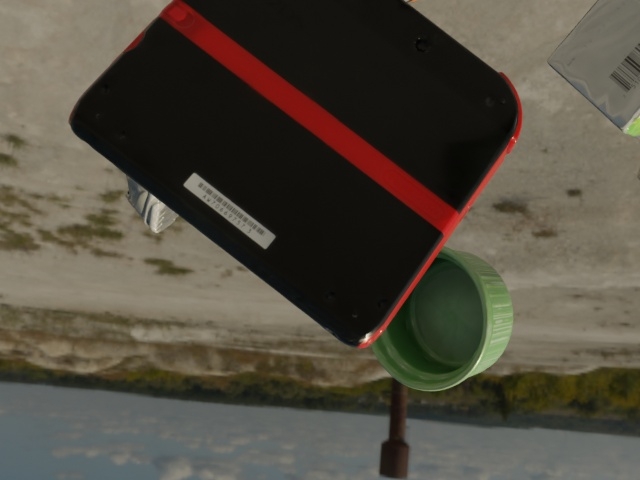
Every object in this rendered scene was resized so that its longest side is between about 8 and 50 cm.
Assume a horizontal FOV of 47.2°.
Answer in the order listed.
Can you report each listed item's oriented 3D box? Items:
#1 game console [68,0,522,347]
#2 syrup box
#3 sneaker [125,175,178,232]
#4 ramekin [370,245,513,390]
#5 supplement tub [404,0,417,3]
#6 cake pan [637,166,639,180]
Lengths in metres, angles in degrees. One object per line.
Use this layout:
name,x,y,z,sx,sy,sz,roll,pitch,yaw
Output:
game console,-0.009,-0.130,0.772,0.386,0.342,0.060,37,167,2
syrup box,0.308,-0.144,0.651,0.236,0.096,0.093,3,133,-49
sneaker,-0.297,-0.135,1.273,0.115,0.105,0.281,34,134,11
ramekin,0.255,0.157,1.547,0.303,0.304,0.148,-6,175,42
supplement tub,0.061,-0.421,1.013,0.193,0.194,0.316,-8,-169,44
cake pan,0.638,-0.065,1.168,0.293,0.054,0.293,22,-161,-8
